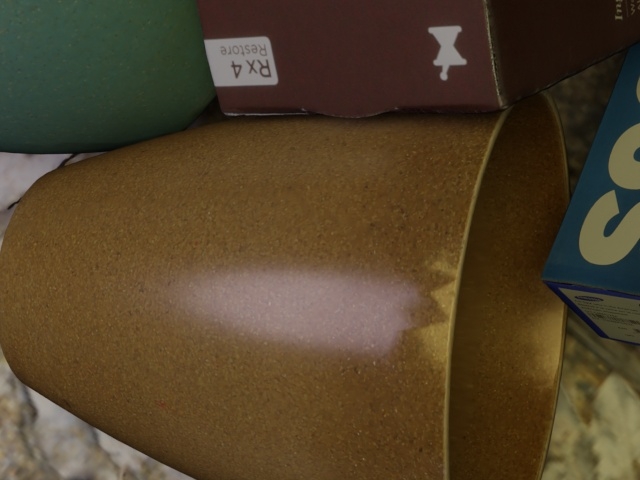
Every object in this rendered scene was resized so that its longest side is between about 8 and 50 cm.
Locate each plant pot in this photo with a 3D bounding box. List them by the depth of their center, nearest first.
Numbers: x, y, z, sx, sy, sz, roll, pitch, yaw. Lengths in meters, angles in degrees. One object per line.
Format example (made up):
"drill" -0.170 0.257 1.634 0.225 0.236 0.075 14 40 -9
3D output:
"plant pot" -0.023 0.030 0.800 0.254 0.237 0.237 7 83 20
"plant pot" -0.129 -0.157 0.841 0.195 0.290 0.290 33 87 -17

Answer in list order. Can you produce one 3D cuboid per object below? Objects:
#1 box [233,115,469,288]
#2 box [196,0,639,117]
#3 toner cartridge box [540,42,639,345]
"box" 0.000 0.000 0.911 0.164 0.021 0.201 34 88 10
"box" 0.060 -0.165 0.754 0.168 0.203 0.167 4 111 40
"toner cartridge box" 0.250 -0.108 0.800 0.165 0.075 0.348 9 70 40
